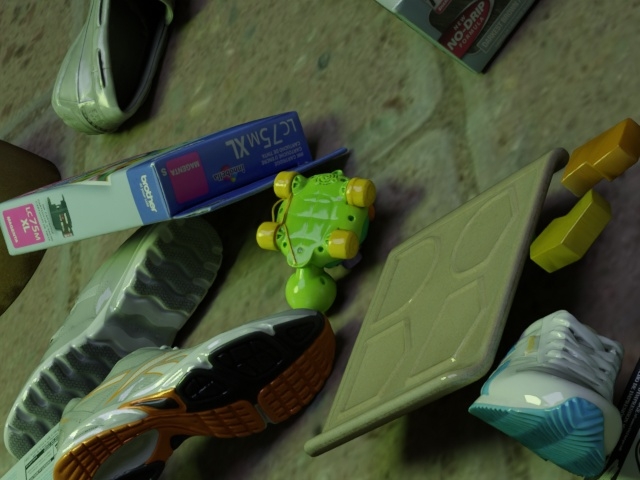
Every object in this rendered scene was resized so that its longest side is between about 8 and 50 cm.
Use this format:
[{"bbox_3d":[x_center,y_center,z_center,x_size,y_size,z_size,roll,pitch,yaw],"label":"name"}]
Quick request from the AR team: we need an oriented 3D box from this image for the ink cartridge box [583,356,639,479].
[{"bbox_3d":[0.253,0.084,1.124,0.097,0.046,0.207,13,74,55],"label":"ink cartridge box"}]

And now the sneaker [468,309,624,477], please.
[{"bbox_3d":[0.152,0.092,1.139,0.092,0.087,0.228,-57,2,-2],"label":"sneaker"}]

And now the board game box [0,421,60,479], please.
[{"bbox_3d":[-0.236,0.332,1.500,0.224,0.097,0.303,-44,34,21],"label":"board game box"}]

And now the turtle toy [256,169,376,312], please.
[{"bbox_3d":[0.000,0.000,1.500,0.095,0.066,0.130,8,69,29],"label":"turtle toy"}]

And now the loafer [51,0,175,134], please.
[{"bbox_3d":[-0.203,-0.266,1.960,0.111,0.112,0.319,-3,68,45],"label":"loafer"}]

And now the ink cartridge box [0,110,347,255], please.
[{"bbox_3d":[-0.143,-0.056,1.644,0.185,0.065,0.311,-24,11,-42],"label":"ink cartridge box"}]

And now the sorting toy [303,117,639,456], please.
[{"bbox_3d":[0.116,0.035,1.272,0.307,0.041,0.229,-33,24,51],"label":"sorting toy"}]

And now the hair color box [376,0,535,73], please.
[{"bbox_3d":[0.083,-0.311,1.617,0.185,0.113,0.374,-53,33,7],"label":"hair color box"}]

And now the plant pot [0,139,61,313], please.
[{"bbox_3d":[-0.464,-0.047,1.969,0.237,0.254,0.237,-32,41,33],"label":"plant pot"}]

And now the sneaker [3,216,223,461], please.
[{"bbox_3d":[-0.197,0.096,1.668,0.281,0.105,0.115,-51,21,-9],"label":"sneaker"}]

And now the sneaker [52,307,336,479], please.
[{"bbox_3d":[-0.115,0.116,1.480,0.262,0.099,0.121,-28,33,2],"label":"sneaker"}]
